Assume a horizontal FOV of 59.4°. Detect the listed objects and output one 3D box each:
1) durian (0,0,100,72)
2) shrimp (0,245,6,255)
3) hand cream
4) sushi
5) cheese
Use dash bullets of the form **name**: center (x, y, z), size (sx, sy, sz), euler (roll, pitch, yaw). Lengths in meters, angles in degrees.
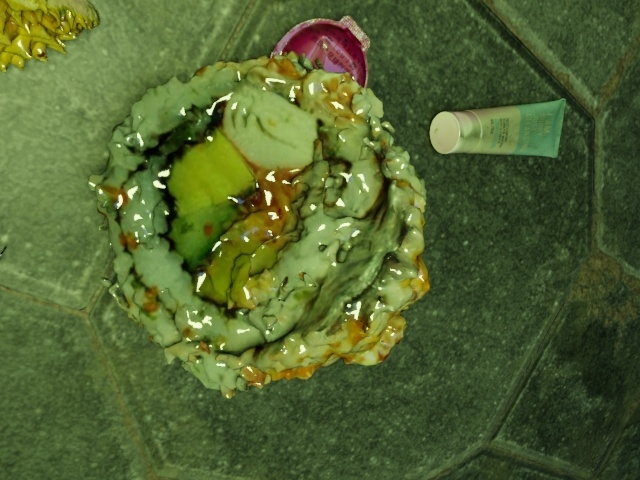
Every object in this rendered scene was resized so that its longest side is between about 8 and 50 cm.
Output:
- **durian**: center (-0.356, -0.279, 0.502), size (0.185, 0.195, 0.305), euler (-40, 123, -4)
- **shrimp**: center (-0.427, 0.083, 0.648), size (0.075, 0.073, 0.190), euler (40, 72, -20)
- **hand cream**: center (0.330, -0.189, 0.981), size (0.312, 0.070, 0.111), euler (-10, 108, -30)
- **sushi**: center (-0.078, -0.027, 0.649), size (0.418, 0.417, 0.176), euler (-58, 164, 0)
- **cheese**: center (-0.021, -0.201, 0.785), size (0.155, 0.062, 0.244), euler (36, 92, -30)
